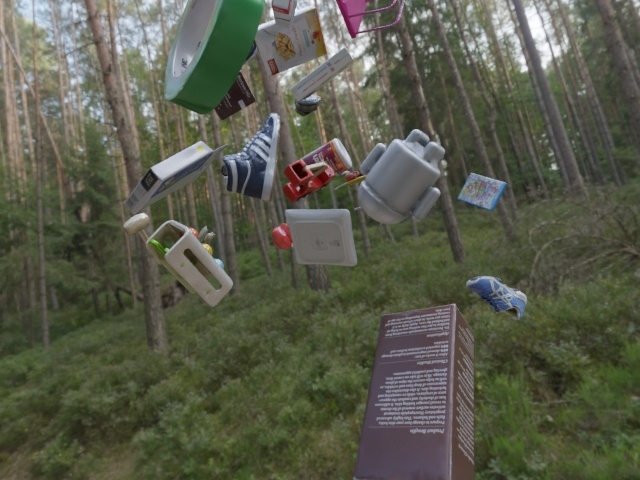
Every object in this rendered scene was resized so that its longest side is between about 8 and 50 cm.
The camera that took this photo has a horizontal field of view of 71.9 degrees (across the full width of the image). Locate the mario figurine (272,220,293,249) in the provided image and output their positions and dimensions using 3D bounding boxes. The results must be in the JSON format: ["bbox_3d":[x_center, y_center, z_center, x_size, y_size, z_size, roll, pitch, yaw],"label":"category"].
[{"bbox_3d":[-0.106,-0.055,2.179,0.197,0.170,0.320,0,10,33],"label":"mario figurine"}]

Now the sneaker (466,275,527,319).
[{"bbox_3d":[0.552,0.176,1.378,0.211,0.081,0.080,23,-31,-5],"label":"sneaker"}]

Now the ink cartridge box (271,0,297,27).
[{"bbox_3d":[-0.110,-0.736,1.362,0.056,0.099,0.135,13,3,-1],"label":"ink cartridge box"}]

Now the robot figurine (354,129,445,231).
[{"bbox_3d":[0.266,-0.200,1.510,0.354,0.300,0.199,-52,-27,20],"label":"robot figurine"}]

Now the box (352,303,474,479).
[{"bbox_3d":[0.212,0.333,0.924,0.191,0.382,0.143,-15,-53,32],"label":"box"}]

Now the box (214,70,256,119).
[{"bbox_3d":[-0.465,-0.740,2.223,0.203,0.169,0.167,-31,33,-5],"label":"box"}]

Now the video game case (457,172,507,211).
[{"bbox_3d":[0.634,-0.192,1.739,0.015,0.119,0.166,24,5,-41],"label":"video game case"}]

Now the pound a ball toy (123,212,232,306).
[{"bbox_3d":[-0.426,0.039,1.369,0.208,0.136,0.319,22,-28,38],"label":"pound a ball toy"}]

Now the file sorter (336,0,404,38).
[{"bbox_3d":[0.156,-0.873,1.459,0.182,0.202,0.291,2,-29,28],"label":"file sorter"}]

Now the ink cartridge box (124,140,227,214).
[{"bbox_3d":[-0.517,-0.238,1.576,0.303,0.072,0.307,-29,13,48],"label":"ink cartridge box"}]

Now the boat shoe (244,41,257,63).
[{"bbox_3d":[-0.360,-0.665,1.608,0.301,0.108,0.102,-23,32,-7],"label":"boat shoe"}]

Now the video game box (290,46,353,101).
[{"bbox_3d":[0.009,-0.476,1.271,0.187,0.048,0.205,-31,15,14],"label":"video game box"}]

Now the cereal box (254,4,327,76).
[{"bbox_3d":[-0.110,-0.717,1.596,0.240,0.047,0.173,-23,-43,-1],"label":"cereal box"}]

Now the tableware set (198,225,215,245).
[{"bbox_3d":[-0.480,0.017,1.774,0.020,0.141,0.168,30,0,-29],"label":"tableware set"}]

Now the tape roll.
[{"bbox_3d":[-0.222,-0.422,0.898,0.077,0.322,0.321,16,-25,-35],"label":"tape roll"}]

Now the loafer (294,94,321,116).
[{"bbox_3d":[-0.051,-0.489,1.603,0.096,0.084,0.268,-2,27,-6],"label":"loafer"}]

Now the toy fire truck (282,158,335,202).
[{"bbox_3d":[-0.024,-0.152,1.047,0.192,0.047,0.135,-31,-8,-41],"label":"toy fire truck"}]

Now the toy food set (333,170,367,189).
[{"bbox_3d":[0.170,-0.333,2.260,0.217,0.071,0.128,-21,-1,-23],"label":"toy food set"}]

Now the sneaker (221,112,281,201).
[{"bbox_3d":[-0.199,-0.254,1.266,0.153,0.283,0.099,7,-22,-9],"label":"sneaker"}]

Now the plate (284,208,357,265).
[{"bbox_3d":[0.000,0.000,1.824,0.277,0.278,0.045,1,34,18],"label":"plate"}]

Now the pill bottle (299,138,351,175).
[{"bbox_3d":[-0.006,-0.269,1.617,0.221,0.121,0.121,-28,-16,17],"label":"pill bottle"}]
